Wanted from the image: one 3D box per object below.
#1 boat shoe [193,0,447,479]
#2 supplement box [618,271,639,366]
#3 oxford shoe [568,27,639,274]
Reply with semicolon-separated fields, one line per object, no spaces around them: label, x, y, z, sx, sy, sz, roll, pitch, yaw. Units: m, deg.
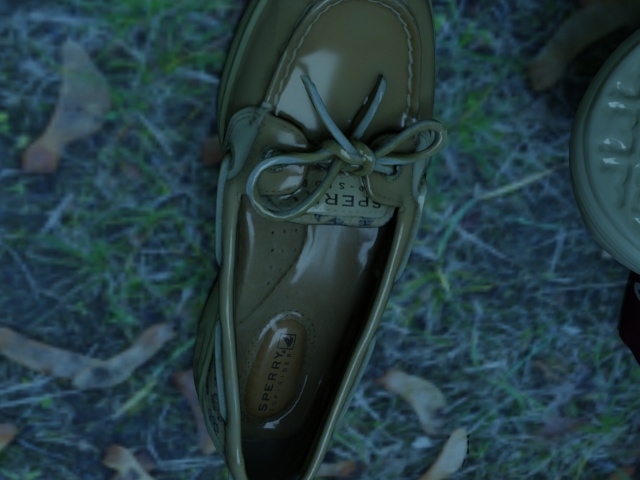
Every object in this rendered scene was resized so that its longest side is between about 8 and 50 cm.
boat shoe;0.000;0.000;0.618;0.104;0.089;0.285;2;123;-12
supplement box;0.295;0.056;0.690;0.239;0.130;0.073;-2;123;-11
oxford shoe;0.306;-0.122;0.583;0.449;0.169;0.130;-32;168;2
